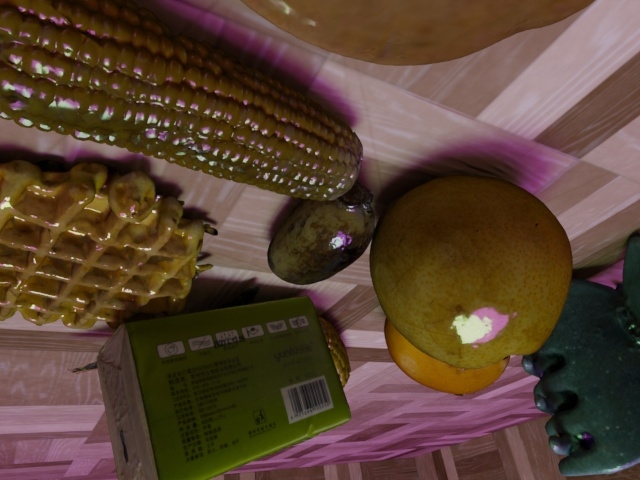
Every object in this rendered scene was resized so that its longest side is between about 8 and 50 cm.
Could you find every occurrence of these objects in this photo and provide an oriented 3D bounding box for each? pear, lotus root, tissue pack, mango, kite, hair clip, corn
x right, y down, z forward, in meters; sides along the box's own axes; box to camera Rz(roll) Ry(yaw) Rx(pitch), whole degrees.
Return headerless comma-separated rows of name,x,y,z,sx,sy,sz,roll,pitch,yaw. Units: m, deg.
pear,0.161,0.035,0.513,0.209,0.209,0.209,-7,149,-4
lotus root,0.000,0.000,0.523,0.089,0.080,0.179,10,145,-28
tissue pack,-0.129,0.204,0.642,0.274,0.200,0.167,-4,154,-40
mango,0.196,0.164,0.792,0.187,0.138,0.257,-15,139,44
kite,-0.212,0.145,0.731,0.321,0.016,0.234,-23,161,9
hair clip,0.454,0.200,0.755,0.238,0.318,0.392,-20,149,18
corn,-0.094,-0.095,0.336,0.320,0.097,0.097,14,141,-38
corn,0.003,0.211,0.861,0.091,0.091,0.260,-42,151,-15

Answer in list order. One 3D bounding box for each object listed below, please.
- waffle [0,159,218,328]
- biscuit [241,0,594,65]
waffle,-0.265,0.027,0.515,0.329,0.062,0.329,-7,148,-5
biscuit,0.067,-0.227,0.199,0.312,0.057,0.351,0,148,-17
